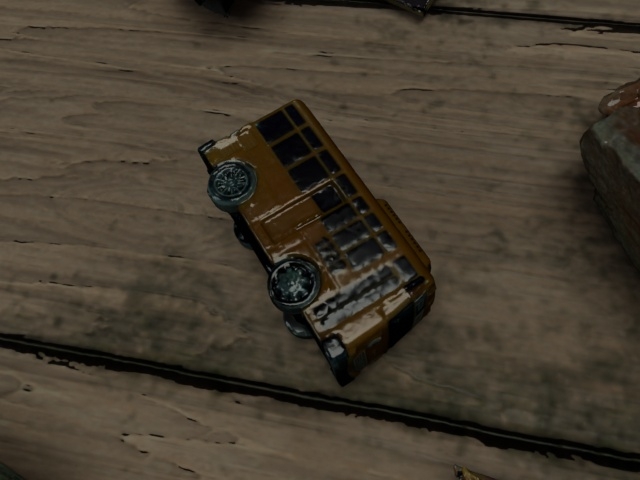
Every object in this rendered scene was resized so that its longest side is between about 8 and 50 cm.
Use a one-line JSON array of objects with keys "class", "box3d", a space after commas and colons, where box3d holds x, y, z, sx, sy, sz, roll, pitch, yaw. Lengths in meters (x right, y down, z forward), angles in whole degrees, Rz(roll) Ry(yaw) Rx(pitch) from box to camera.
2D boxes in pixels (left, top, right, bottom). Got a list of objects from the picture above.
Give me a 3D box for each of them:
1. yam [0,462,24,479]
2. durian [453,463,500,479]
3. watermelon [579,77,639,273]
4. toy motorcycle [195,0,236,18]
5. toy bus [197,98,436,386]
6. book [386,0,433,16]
[{"class": "yam", "box3d": [-0.306, 0.232, 0.331, 0.201, 0.202, 0.271, 38, 67, -18]}, {"class": "durian", "box3d": [0.241, 0.242, 0.317, 0.342, 0.112, 0.191, 8, 66, 6]}, {"class": "watermelon", "box3d": [0.327, -0.042, 0.405, 0.264, 0.151, 0.302, -31, 68, -7]}, {"class": "toy motorcycle", "box3d": [-0.074, -0.356, 0.585, 0.187, 0.125, 0.274, 26, 78, 38]}, {"class": "toy bus", "box3d": [0.000, 0.000, 0.450, 0.114, 0.098, 0.201, -31, 67, -7]}, {"class": "book", "box3d": [0.096, -0.358, 0.578, 0.158, 0.026, 0.231, 33, 100, 18]}]
